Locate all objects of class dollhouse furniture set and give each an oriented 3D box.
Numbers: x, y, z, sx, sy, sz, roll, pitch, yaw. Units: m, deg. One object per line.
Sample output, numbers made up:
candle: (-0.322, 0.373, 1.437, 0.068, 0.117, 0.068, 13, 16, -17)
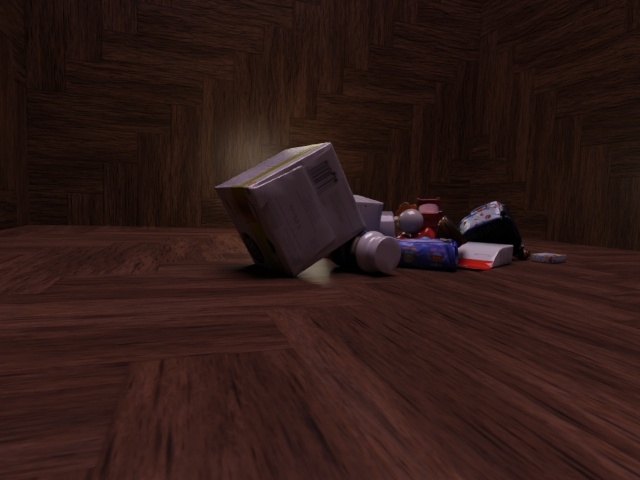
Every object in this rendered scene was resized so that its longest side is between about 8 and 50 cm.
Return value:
dollhouse furniture set: (0.411, -0.103, 2.040, 0.374, 0.152, 0.201, -2, 25, 11)

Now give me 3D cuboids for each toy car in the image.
toy car: (0.398, -0.051, 1.857, 0.210, 0.238, 0.219, -21, 1, 20)

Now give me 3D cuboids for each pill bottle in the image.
pill bottle: (0.158, 0.036, 1.499, 0.153, 0.153, 0.264, -1, 6, -35)

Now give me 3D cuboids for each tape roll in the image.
tape roll: (0.282, -0.023, 1.842, 0.072, 0.219, 0.219, 2, 5, 0)

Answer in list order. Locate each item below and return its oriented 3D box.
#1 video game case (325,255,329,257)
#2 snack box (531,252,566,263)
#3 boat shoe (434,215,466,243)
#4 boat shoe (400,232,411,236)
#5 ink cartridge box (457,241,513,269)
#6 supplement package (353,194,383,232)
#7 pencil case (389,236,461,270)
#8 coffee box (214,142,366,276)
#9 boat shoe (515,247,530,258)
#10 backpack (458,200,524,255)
video game case: (-0.004, 0.055, 1.944, 0.212, 0.023, 0.193, 5, 5, 16)
snack box: (1.112, 0.085, 1.994, 0.141, 0.037, 0.100, -2, 5, -36)
boat shoe: (0.535, -0.012, 1.706, 0.104, 0.111, 0.307, -35, -29, 17)
boat shoe: (0.430, 0.009, 2.107, 0.073, 0.080, 0.223, 40, 48, 17)
ink cartridge box: (0.638, 0.057, 1.829, 0.308, 0.091, 0.385, 7, 6, 43)
supplement package: (0.139, -0.055, 1.763, 0.145, 0.262, 0.204, -1, 15, -28)
pencil case: (0.398, 0.046, 1.632, 0.306, 0.133, 0.119, 3, 30, 19)
coffee box: (-0.113, -0.117, 1.466, 0.338, 0.338, 0.334, -35, 23, -25)
boat shoe: (1.033, 0.061, 2.078, 0.060, 0.064, 0.178, 1, 2, 14)
backpack: (0.831, -0.049, 2.044, 0.263, 0.276, 0.213, -25, 31, 24)
